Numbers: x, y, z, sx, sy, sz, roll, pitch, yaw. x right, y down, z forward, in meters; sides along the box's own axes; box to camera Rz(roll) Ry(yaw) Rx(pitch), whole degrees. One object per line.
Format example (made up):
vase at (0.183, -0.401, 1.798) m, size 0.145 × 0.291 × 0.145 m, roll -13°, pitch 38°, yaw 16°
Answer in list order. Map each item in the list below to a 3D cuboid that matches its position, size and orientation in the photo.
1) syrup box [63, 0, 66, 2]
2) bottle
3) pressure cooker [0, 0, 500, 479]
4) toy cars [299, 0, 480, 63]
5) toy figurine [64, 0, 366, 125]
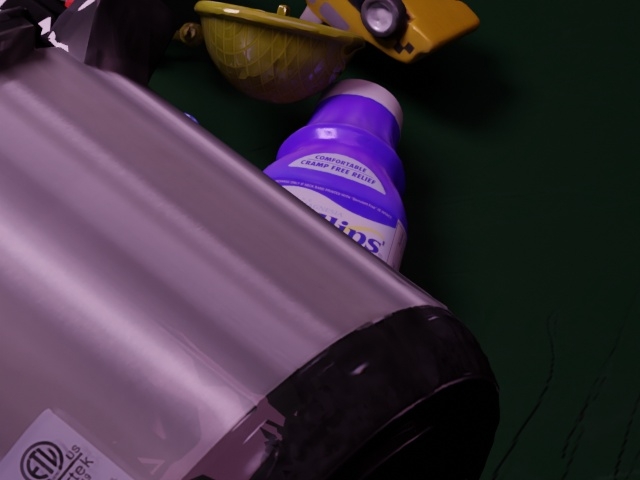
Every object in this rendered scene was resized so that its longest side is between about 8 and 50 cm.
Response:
syrup box at (-0.248, -0.275, 1.540) m, size 0.237 × 0.096 × 0.093 m, roll 23°, pitch 46°, yaw 10°
bottle at (0.000, 0.000, 1.331) m, size 0.118 × 0.092 × 0.283 m, roll 18°, pitch 45°, yaw 1°
pressure cooker at (-0.162, 0.081, 1.014) m, size 0.420 × 0.375 × 0.370 m, roll 36°, pitch 51°, yaw 20°
toy cars at (-0.064, -0.233, 1.474) m, size 0.393 × 0.087 × 0.176 m, roll 21°, pitch 40°, yaw -22°
toy figurine at (-0.166, -0.082, 1.373) m, size 0.362 × 0.191 × 0.217 m, roll 13°, pitch 78°, yaw -24°
